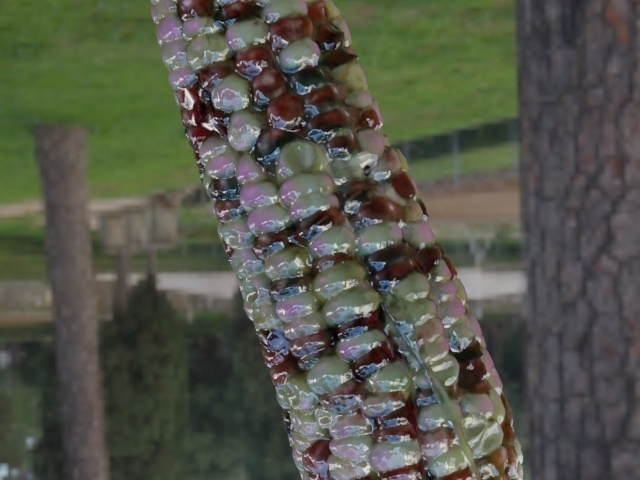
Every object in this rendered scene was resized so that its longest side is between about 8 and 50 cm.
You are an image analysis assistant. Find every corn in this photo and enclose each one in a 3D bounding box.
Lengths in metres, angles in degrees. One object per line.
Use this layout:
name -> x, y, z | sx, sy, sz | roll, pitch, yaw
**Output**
corn -> 0.000, 0.000, 0.654 | 0.092, 0.281, 0.092 | -23, -179, 0
